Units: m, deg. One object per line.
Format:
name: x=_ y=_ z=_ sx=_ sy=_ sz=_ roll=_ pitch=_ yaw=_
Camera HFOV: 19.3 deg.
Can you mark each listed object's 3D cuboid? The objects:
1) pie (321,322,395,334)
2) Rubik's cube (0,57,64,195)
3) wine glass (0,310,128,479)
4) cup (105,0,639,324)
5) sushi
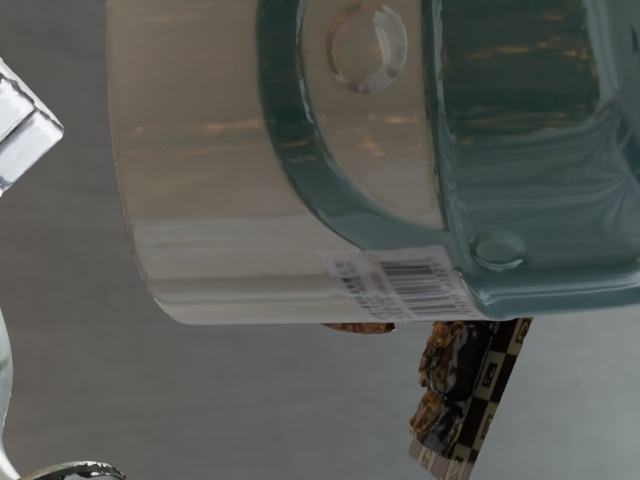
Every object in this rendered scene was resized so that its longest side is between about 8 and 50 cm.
pie: x=-0.002 y=0.002 z=1.685 sx=0.033 sy=0.088 sz=0.191 roll=-104 pitch=176 yaw=-81
Rubik's cube: x=-0.504 y=-0.149 z=1.943 sx=0.304 sy=0.305 sz=0.301 roll=44 pitch=-1 yaw=19
wine glass: x=-0.279 y=0.103 z=1.276 sx=0.357 sy=0.190 sz=0.190 roll=48 pitch=11 yaw=29
cup: x=0.060 y=-0.075 z=0.813 sx=0.290 sy=0.258 sz=0.219 roll=-4 pitch=93 yaw=-71
sushi: x=0.116 y=0.101 z=1.651 sx=0.050 sy=0.215 sz=0.192 roll=21 pitch=1 yaw=-13
